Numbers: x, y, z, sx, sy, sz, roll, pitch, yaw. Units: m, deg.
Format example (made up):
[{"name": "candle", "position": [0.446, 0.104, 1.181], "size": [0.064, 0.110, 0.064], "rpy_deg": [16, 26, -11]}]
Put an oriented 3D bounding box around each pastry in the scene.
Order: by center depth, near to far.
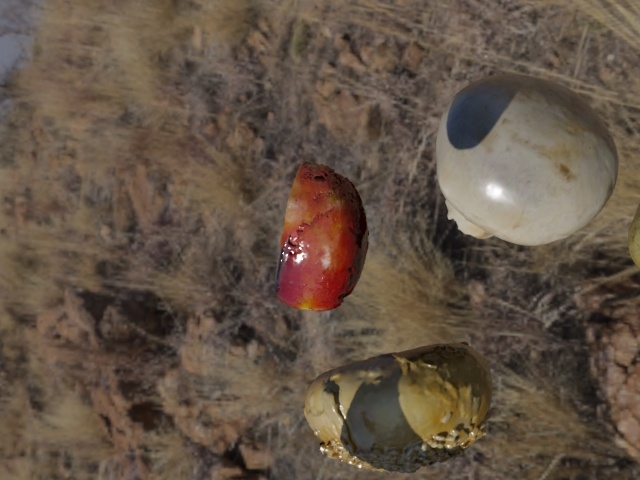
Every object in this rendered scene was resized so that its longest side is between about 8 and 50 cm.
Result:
[{"name": "pastry", "position": [0.130, 0.275, 1.293], "size": [0.284, 0.315, 0.184], "rpy_deg": [-34, 65, 55]}]

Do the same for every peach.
[{"name": "peach", "position": [0.007, 0.001, 0.892], "size": [0.127, 0.092, 0.172], "rpy_deg": [-64, -11, -61]}]

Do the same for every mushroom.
[{"name": "mushroom", "position": [0.313, -0.105, 1.307], "size": [0.290, 0.297, 0.297], "rpy_deg": [107, 159, -51]}]

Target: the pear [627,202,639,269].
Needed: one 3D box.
[{"name": "pear", "position": [0.647, -0.016, 1.395], "size": [0.211, 0.228, 0.188], "rpy_deg": [-134, 34, -65]}]
